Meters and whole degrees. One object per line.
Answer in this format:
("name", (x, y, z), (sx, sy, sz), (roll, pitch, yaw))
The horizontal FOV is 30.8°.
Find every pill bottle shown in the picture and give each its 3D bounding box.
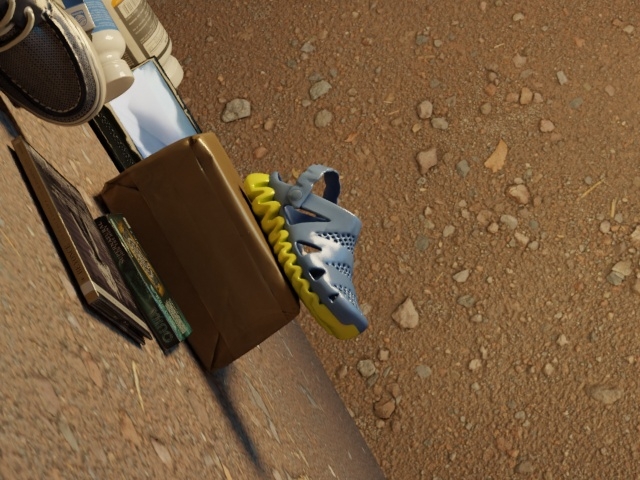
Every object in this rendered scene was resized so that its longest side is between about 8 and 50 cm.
("pill bottle", (-0.390, -0.331, 1.863), (0.221, 0.124, 0.124), (59, 1, 8))
("pill bottle", (-0.418, -0.436, 2.490), (0.278, 0.162, 0.162), (59, 1, -38))

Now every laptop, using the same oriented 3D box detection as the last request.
("laptop", (-0.294, -0.189, 2.027), (0.234, 0.137, 0.264), (58, 1, -10))

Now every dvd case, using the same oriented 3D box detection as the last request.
("dvd case", (-0.264, 0.003, 1.294), (0.221, 0.018, 0.164), (59, 0, 23))

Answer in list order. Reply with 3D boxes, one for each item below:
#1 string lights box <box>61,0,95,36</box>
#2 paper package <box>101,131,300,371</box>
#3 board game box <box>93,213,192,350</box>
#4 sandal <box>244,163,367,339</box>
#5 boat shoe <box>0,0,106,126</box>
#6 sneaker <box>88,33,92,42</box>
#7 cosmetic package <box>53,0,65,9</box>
("string lights box", (-0.383, -0.366, 1.483), (0.259, 0.077, 0.133), (66, -21, -6))
("paper package", (-0.168, 0.004, 1.739), (0.309, 0.168, 0.325), (61, 0, -7))
("board game box", (-0.227, 0.050, 1.484), (0.186, 0.026, 0.126), (59, 1, 0))
("sandal", (0.000, 0.000, 1.683), (0.317, 0.138, 0.126), (64, 0, 31))
("boat shoe", (-0.369, -0.252, 1.269), (0.340, 0.127, 0.158), (51, 10, -17))
("sneaker", (-0.419, -0.334, 1.659), (0.286, 0.109, 0.130), (62, 19, -44))
("cosmetic package", (-0.369, -0.271, 1.387), (0.041, 0.115, 0.060), (60, 0, 1))
